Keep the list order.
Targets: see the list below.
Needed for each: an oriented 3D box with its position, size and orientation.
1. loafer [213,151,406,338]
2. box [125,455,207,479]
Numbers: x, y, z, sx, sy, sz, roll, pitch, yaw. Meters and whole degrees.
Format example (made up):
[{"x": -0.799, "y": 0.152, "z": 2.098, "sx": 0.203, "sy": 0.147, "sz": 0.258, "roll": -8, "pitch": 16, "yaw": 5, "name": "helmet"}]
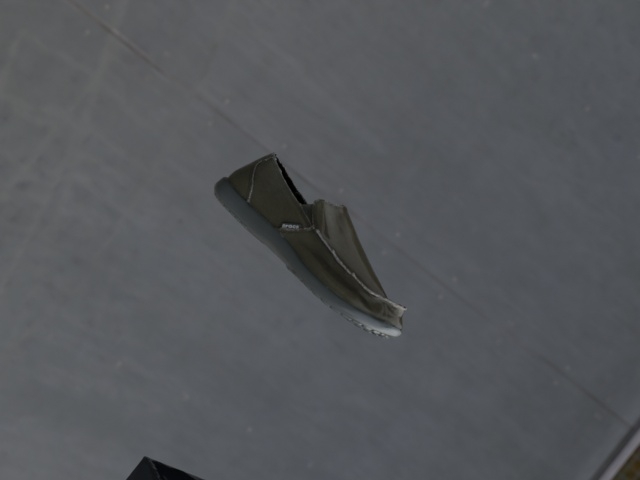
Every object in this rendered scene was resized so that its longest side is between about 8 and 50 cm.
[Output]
[{"x": 0.000, "y": 0.000, "z": 1.253, "sx": 0.087, "sy": 0.251, "sz": 0.094, "roll": -47, "pitch": 165, "yaw": 0, "name": "loafer"}, {"x": -0.122, "y": 0.304, "z": 0.880, "sx": 0.261, "sy": 0.103, "sz": 0.184, "roll": -51, "pitch": 136, "yaw": 6, "name": "box"}]
